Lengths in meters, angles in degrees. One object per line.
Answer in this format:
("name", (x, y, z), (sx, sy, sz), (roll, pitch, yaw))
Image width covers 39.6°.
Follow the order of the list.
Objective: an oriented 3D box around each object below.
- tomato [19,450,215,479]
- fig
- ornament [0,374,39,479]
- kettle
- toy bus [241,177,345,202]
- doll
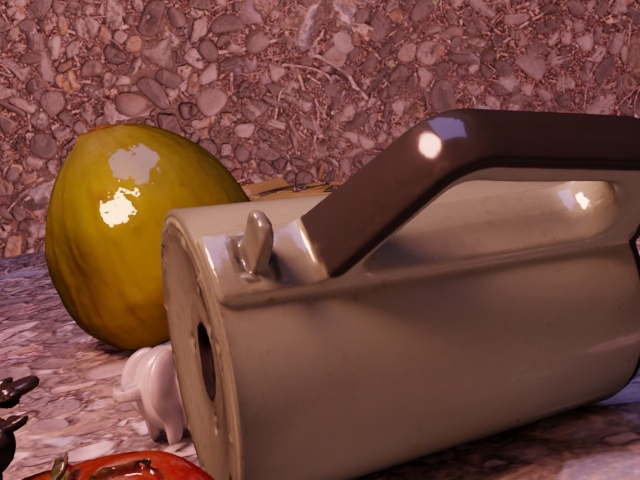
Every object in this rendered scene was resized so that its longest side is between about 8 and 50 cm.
("tomato", (-0.168, 0.206, 0.616), (0.227, 0.101, 0.228), (-12, 11, 2))
("fig", (-0.261, -0.016, 1.347), (0.343, 0.344, 0.343), (-9, 9, 1))
("ornament", (-0.304, 0.185, 0.642), (0.260, 0.106, 0.251), (-29, 11, -29))
("kettle", (0.078, 0.034, 0.737), (0.376, 0.361, 0.250), (-9, 50, -19))
("toy bus", (0.000, 0.000, 1.430), (0.176, 0.202, 0.365), (-16, 10, -32))
("doll", (-0.045, 0.130, 0.982), (0.383, 0.099, 0.188), (-12, 0, -34))
